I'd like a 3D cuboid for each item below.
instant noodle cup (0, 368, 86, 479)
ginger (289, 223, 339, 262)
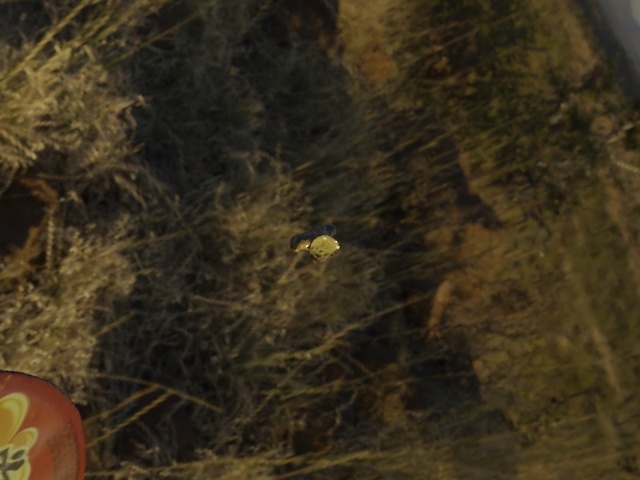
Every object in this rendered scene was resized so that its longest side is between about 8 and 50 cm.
[{"bbox_3d":[-0.255,0.161,0.488,0.091,0.274,0.274,32,9,25],"label":"instant noodle cup"},{"bbox_3d":[0.000,0.000,1.182,0.048,0.030,0.097,38,30,17],"label":"ginger"}]
